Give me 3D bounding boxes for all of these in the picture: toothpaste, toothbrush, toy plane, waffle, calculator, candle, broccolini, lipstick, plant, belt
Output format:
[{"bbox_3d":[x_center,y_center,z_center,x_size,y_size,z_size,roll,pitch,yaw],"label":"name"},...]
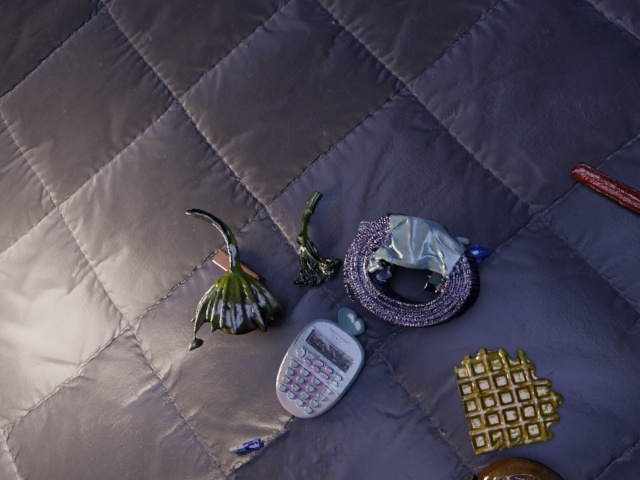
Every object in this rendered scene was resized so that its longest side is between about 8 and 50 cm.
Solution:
[{"bbox_3d":[-0.187,0.518,1.566,0.083,0.015,0.024,-16,79,7],"label":"toothpaste"},{"bbox_3d":[0.236,-0.018,1.585,0.288,0.024,0.026,8,63,20],"label":"toothbrush"},{"bbox_3d":[0.333,0.041,1.523,0.167,0.062,0.054,-10,83,22],"label":"toy plane"},{"bbox_3d":[0.429,0.349,1.405,0.219,0.057,0.229,-14,71,12],"label":"waffle"},{"bbox_3d":[0.007,0.304,1.553,0.185,0.041,0.299,34,88,22],"label":"calculator"},{"bbox_3d":[0.738,-0.090,1.443,0.329,0.048,0.051,36,46,22],"label":"candle"},{"bbox_3d":[-0.001,-0.008,1.641,0.123,0.062,0.271,2,73,7],"label":"broccolini"},{"bbox_3d":[-0.221,0.081,1.681,0.145,0.045,0.045,32,88,21],"label":"lipstick"},{"bbox_3d":[-0.226,0.093,1.553,0.251,0.180,0.333,-3,105,8],"label":"plant"},{"bbox_3d":[0.217,0.074,1.488,0.325,0.122,0.260,19,95,29],"label":"belt"}]

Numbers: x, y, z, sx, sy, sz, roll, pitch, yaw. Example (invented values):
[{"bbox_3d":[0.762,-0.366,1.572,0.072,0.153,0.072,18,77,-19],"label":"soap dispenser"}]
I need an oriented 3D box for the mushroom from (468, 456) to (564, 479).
[{"bbox_3d":[0.399,0.599,1.292,0.278,0.163,0.297,35,87,14],"label":"mushroom"}]
